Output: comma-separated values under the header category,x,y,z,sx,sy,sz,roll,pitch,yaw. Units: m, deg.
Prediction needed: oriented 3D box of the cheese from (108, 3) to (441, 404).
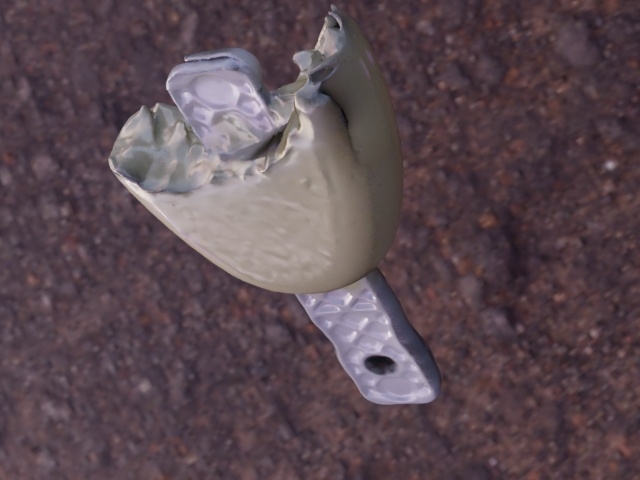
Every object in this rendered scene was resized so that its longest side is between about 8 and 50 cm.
category,x,y,z,sx,sy,sz,roll,pitch,yaw
cheese,0.000,0.001,0.653,0.127,0.050,0.235,-6,140,26
